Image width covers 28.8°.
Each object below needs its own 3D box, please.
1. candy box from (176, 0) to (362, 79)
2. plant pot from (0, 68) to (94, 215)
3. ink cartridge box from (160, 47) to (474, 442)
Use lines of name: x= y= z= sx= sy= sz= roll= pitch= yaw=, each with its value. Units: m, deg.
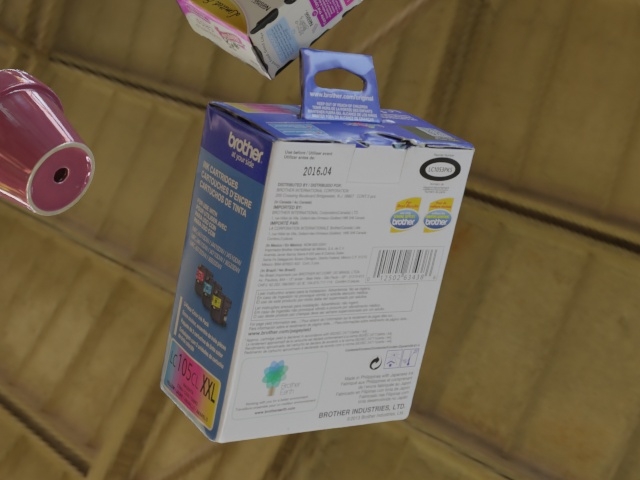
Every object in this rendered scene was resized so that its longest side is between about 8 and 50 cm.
candy box: x=-0.026 y=-0.297 z=1.345 sx=0.233 sy=0.071 sz=0.159 roll=-43 pitch=-132 yaw=-12
plant pot: x=-0.455 y=-0.137 z=1.927 sx=0.180 sy=0.201 sz=0.201 roll=36 pitch=-86 yaw=30
ink cartridge box: x=0.000 y=0.000 z=1.344 sx=0.151 sy=0.270 sz=0.396 roll=34 pitch=-63 yaw=48
